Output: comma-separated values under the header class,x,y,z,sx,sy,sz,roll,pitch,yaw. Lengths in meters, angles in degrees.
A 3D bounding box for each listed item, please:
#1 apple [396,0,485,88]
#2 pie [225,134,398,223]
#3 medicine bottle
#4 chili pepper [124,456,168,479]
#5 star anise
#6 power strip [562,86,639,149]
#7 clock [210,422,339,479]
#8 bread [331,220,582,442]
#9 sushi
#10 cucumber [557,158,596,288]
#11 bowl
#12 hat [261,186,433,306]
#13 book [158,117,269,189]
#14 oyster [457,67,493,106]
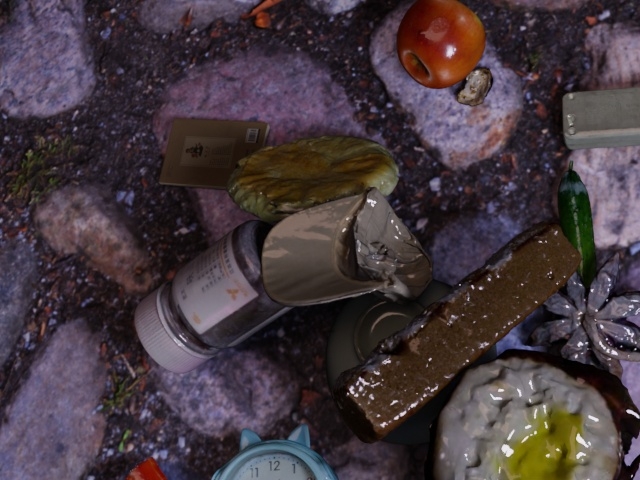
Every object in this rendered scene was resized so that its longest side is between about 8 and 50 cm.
class,x,y,z,sx,sy,sz,roll,pitch,yaw
apple,0.207,-0.347,2.005,0.163,0.163,0.139,30,73,25
pie,-0.012,-0.103,1.958,0.306,0.071,0.306,-10,30,6
medicine bottle,-0.169,0.097,1.913,0.273,0.165,0.165,-34,62,25
chili pepper,-0.254,0.446,1.904,0.169,0.065,0.088,37,100,21
star anise,0.436,0.131,1.779,0.262,0.081,0.230,25,92,21
power strip,0.550,-0.210,1.899,0.288,0.053,0.093,-2,68,17
clock,-0.067,0.434,1.829,0.224,0.094,0.274,-5,66,15
bread,0.199,0.130,1.677,0.416,0.165,0.113,-37,85,-16
sushi,0.299,0.323,1.622,0.281,0.294,0.299,38,73,25
cucumber,0.419,-0.022,1.868,0.056,0.056,0.250,-9,68,15
bowl,0.129,0.173,1.835,0.289,0.146,0.289,-6,67,15
hat,0.043,0.042,1.794,0.245,0.149,0.214,-21,46,16
book,-0.200,-0.162,2.143,0.199,0.016,0.138,5,72,19
oyster,0.280,-0.273,2.030,0.054,0.019,0.083,24,80,26
